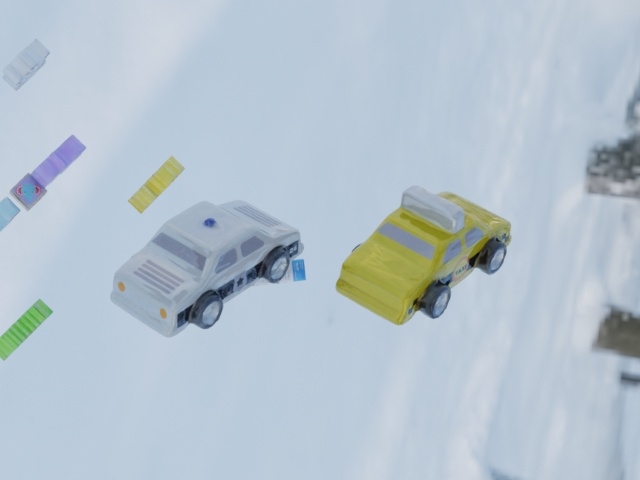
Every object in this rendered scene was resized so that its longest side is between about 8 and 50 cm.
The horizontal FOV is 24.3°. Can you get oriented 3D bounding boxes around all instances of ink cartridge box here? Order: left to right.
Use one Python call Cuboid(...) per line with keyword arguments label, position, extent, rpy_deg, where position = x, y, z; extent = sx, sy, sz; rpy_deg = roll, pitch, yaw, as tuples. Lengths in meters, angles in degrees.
Cuboid(label="ink cartridge box", position=(-0.063, 0.040, 1.845), extent=(0.048, 0.083, 0.028), rpy_deg=(-173, -103, -80))

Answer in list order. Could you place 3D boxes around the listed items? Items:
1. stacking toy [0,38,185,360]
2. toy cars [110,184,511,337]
Cuboid(label="stacking toy", position=(-0.246, -0.037, 1.233), extent=(0.221, 0.167, 0.052), rpy_deg=(-48, -173, -13))
Cuboid(label="toy cars", position=(0.000, 0.000, 1.385), extent=(0.176, 0.394, 0.087), rpy_deg=(-105, -165, -53))
